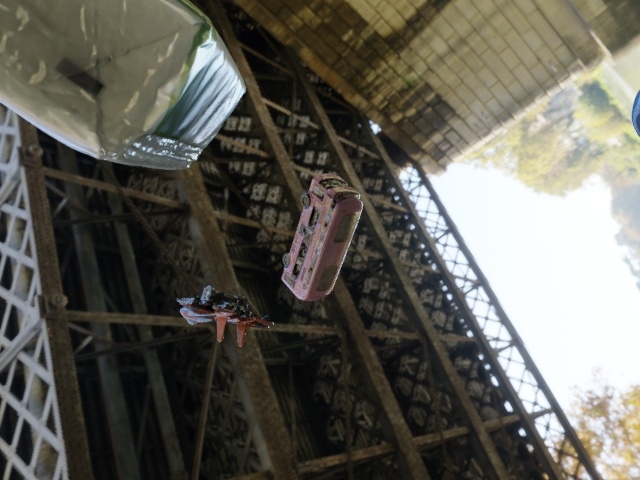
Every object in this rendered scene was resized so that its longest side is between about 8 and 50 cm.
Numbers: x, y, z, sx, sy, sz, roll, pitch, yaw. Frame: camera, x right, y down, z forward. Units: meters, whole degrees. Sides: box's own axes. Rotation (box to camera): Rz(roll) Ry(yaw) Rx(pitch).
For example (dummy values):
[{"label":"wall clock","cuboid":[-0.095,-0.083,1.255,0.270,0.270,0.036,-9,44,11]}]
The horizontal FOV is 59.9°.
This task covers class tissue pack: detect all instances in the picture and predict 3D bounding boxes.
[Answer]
[{"label":"tissue pack","cuboid":[-0.251,-0.222,0.656,0.266,0.194,0.356,35,-176,-5]}]

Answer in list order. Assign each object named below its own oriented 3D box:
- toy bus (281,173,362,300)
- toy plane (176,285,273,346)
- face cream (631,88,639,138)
[{"label":"toy bus","cuboid":[0.000,0.000,0.874,0.063,0.203,0.090,-5,-145,-38]},{"label":"toy plane","cuboid":[-0.146,0.093,0.748,0.130,0.189,0.061,21,-98,-35]},{"label":"face cream","cuboid":[0.585,-0.229,0.824,0.149,0.264,0.083,51,165,3]}]
